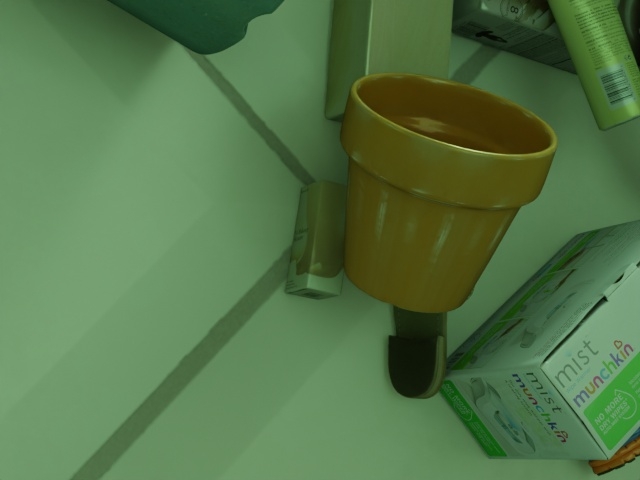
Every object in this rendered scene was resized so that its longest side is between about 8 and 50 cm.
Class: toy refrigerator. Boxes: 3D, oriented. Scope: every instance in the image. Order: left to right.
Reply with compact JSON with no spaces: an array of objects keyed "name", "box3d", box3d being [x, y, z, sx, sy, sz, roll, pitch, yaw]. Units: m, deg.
[{"name":"toy refrigerator","box3d":[0.075,-0.256,1.614,0.102,0.094,0.269,8,82,-27]}]

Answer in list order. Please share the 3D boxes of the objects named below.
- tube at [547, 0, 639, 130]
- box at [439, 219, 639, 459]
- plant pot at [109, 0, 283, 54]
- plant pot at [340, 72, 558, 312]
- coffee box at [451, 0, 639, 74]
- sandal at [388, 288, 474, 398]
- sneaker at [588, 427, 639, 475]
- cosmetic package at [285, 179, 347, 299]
[{"name":"tube","box3d":[0.285,-0.238,1.620,0.070,0.062,0.240,-22,91,-65]},{"name":"box","box3d":[0.281,0.097,1.584,0.262,0.231,0.126,-41,100,-24]},{"name":"plant pot","box3d":[-0.168,-0.365,1.405,0.334,0.341,0.341,34,71,-26]},{"name":"plant pot","box3d":[0.107,-0.040,1.487,0.205,0.205,0.188,3,116,-24]},{"name":"coffee box","box3d":[0.269,-0.275,1.699,0.247,0.098,0.141,14,79,-23]},{"name":"sandal","box3d":[0.125,0.049,1.619,0.079,0.088,0.240,11,85,-55]},{"name":"sneaker","box3d":[0.363,0.163,1.698,0.221,0.083,0.087,-39,92,-27]},{"name":"cosmetic package","box3d":[0.000,0.000,1.562,0.041,0.060,0.115,13,76,-22]}]
